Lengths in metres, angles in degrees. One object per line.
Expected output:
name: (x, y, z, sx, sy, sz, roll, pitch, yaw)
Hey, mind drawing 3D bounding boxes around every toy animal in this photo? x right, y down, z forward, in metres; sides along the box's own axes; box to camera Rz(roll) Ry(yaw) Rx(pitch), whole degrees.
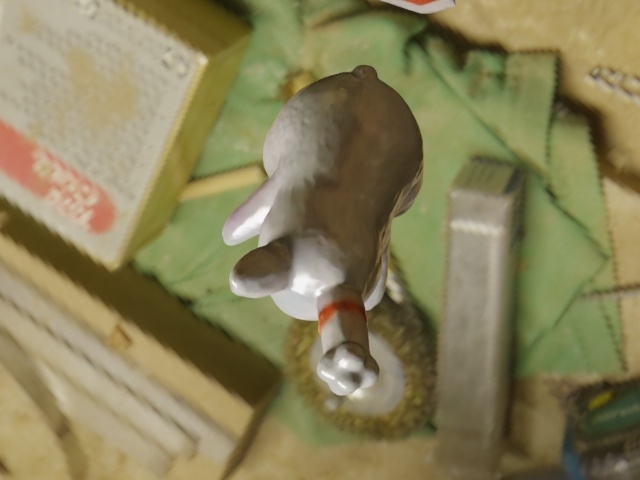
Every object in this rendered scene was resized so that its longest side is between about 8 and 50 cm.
toy animal: (-0.002, 0.001, 1.356, 0.141, 0.282, 0.138, 19, 147, -6)

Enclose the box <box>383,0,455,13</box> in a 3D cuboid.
box: (0.046, -0.144, 0.532, 0.182, 0.133, 0.099, -3, 74, 52)
